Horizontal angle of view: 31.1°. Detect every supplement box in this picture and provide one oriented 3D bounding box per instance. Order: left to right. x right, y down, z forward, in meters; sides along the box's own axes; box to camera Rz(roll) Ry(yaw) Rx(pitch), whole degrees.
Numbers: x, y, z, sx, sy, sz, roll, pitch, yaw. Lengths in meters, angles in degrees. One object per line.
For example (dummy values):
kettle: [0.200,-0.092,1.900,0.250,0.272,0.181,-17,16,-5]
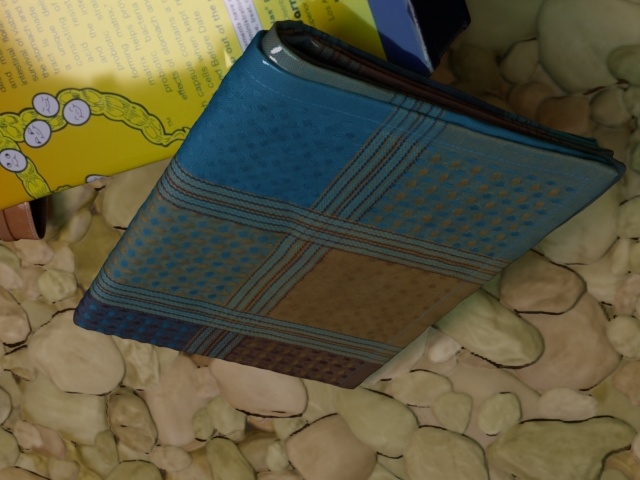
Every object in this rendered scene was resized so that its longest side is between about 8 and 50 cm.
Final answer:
supplement box: [-0.095,-0.178,0.852,0.356,0.194,0.195,-15,106,20]

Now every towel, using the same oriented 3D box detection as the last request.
towel: [0.000,0.000,0.850,0.271,0.040,0.370,17,143,-23]

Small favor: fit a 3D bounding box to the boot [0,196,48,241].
boot: [-0.322,-0.012,1.048,0.152,0.073,0.197,8,115,8]
